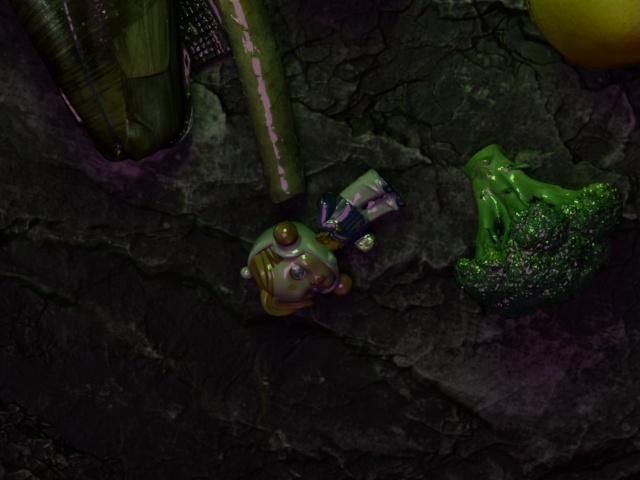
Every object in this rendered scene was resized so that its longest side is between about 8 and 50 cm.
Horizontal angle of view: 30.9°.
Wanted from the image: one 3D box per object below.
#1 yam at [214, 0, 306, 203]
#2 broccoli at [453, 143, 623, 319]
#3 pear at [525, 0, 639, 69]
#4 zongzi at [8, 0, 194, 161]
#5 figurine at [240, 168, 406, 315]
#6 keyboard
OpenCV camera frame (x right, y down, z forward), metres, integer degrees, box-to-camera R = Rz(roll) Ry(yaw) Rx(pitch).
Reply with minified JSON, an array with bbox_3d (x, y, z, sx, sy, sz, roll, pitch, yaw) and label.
[{"bbox_3d":[-0.090,-0.241,1.781,0.083,0.083,0.371,-11,106,13],"label":"yam"},{"bbox_3d":[0.307,-0.026,1.708,0.269,0.254,0.269,-4,76,18],"label":"broccoli"},{"bbox_3d":[0.422,-0.379,1.526,0.285,0.285,0.336,53,148,-7],"label":"pear"},{"bbox_3d":[-0.240,-0.343,1.676,0.432,0.208,0.403,-21,102,33],"label":"zongzi"},{"bbox_3d":[-0.003,-0.007,1.806,0.194,0.133,0.274,15,119,-39],"label":"figurine"},{"bbox_3d":[-0.216,-0.380,1.792,0.094,0.025,0.230,-27,100,19],"label":"keyboard"}]
